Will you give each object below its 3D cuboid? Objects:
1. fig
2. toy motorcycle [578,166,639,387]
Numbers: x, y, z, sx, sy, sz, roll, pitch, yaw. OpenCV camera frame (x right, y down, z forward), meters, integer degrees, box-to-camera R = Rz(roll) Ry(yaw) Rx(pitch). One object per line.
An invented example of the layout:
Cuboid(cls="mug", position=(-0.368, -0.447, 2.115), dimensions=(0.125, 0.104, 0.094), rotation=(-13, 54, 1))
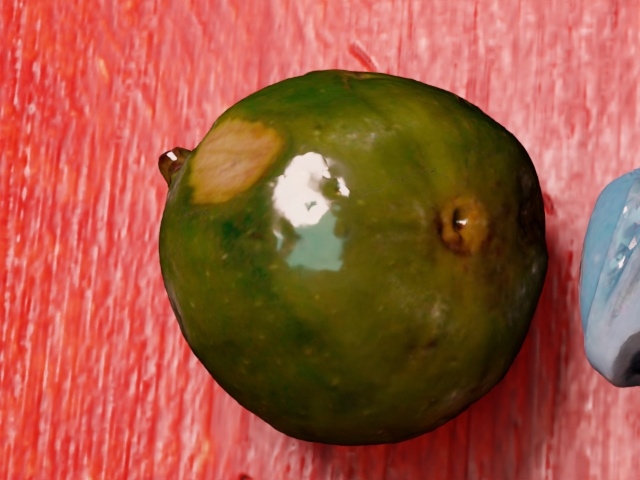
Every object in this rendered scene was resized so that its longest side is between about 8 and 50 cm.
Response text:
Cuboid(cls="fig", position=(0.000, 0.000, 0.967), dimensions=(0.245, 0.195, 0.195), rotation=(14, 77, 55))
Cuboid(cls="toy motorcycle", position=(0.286, -0.015, 0.872), dimensions=(0.416, 0.172, 0.232), rotation=(-40, 53, -7))
